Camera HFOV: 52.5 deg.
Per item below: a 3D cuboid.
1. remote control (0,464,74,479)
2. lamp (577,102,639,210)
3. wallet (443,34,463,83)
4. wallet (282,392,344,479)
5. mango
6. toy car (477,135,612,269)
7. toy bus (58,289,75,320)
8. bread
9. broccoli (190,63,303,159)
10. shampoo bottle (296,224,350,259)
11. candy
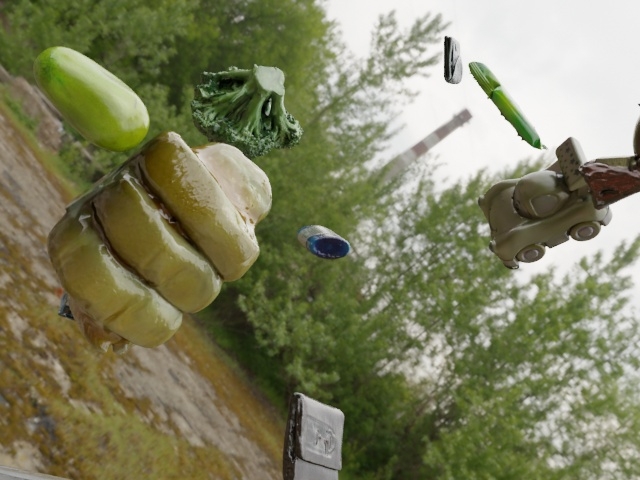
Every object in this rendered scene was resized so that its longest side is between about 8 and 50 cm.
[{"bbox_3d":[-0.253,0.253,0.637,0.250,0.034,0.103,10,-21,4],"label":"remote control"},{"bbox_3d":[0.517,-0.144,0.957,0.215,0.223,0.151,-1,-69,53],"label":"lamp"},{"bbox_3d":[0.263,-0.353,1.278,0.129,0.026,0.088,-30,119,-67],"label":"wallet"},{"bbox_3d":[-0.008,0.432,1.376,0.229,0.049,0.182,42,48,-56],"label":"wallet"},{"bbox_3d":[-0.302,-0.191,0.869,0.163,0.089,0.117,49,14,-19],"label":"mango"},{"bbox_3d":[0.613,-0.105,1.826,0.226,0.336,0.242,44,33,-39],"label":"toy car"},{"bbox_3d":[-0.464,0.060,1.400,0.116,0.234,0.133,26,20,-26],"label":"toy bus"},{"bbox_3d":[-0.241,-0.025,0.968,0.210,0.341,0.300,51,8,-34],"label":"bread"},{"bbox_3d":[-0.176,-0.314,1.549,0.241,0.261,0.269,-41,-128,51],"label":"broccoli"},{"bbox_3d":[0.000,0.000,1.381,0.183,0.087,0.050,-141,-126,-74],"label":"shampoo bottle"},{"bbox_3d":[0.314,-0.223,1.083,0.178,0.032,0.102,35,28,-37],"label":"candy"}]
